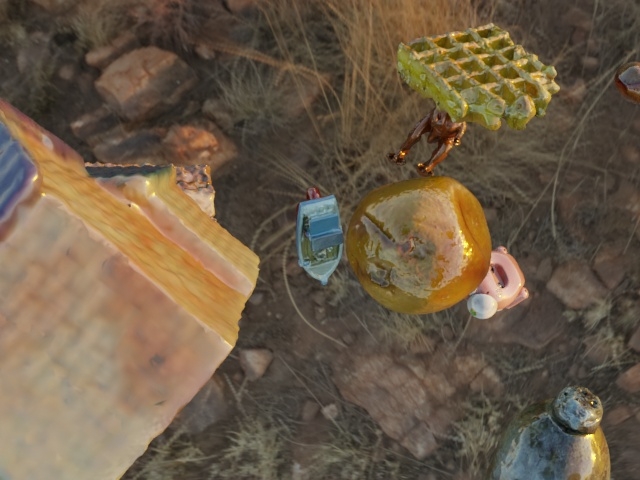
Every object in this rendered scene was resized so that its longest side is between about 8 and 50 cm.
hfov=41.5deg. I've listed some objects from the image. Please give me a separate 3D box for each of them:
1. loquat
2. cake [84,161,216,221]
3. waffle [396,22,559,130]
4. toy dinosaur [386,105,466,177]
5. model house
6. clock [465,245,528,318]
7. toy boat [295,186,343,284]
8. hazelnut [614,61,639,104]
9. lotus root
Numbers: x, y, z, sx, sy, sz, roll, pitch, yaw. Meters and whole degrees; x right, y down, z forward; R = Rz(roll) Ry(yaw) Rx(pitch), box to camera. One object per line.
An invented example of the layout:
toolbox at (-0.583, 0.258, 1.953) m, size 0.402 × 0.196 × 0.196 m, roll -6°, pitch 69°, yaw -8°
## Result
loquat at (0.189, 0.004, 1.622) m, size 0.276 × 0.284 × 0.276 m, roll 11°, pitch 120°, yaw 20°
cake at (-0.323, 0.028, 1.555) m, size 0.256 × 0.282 × 0.290 m, roll -4°, pitch 65°, yaw -20°
waffle at (0.219, -0.212, 1.117) m, size 0.161 × 0.055 × 0.211 m, roll -17°, pitch 41°, yaw -18°
toy dinosaur at (0.242, -0.226, 1.797) m, size 0.097 × 0.432 × 0.208 m, roll 41°, pitch 88°, yaw -4°
model house at (-0.226, 0.027, 0.688) m, size 0.280 × 0.312 × 0.245 m, roll 40°, pitch 96°, yaw -8°
clock at (0.384, 0.091, 1.940) m, size 0.162 × 0.093 × 0.165 m, roll -10°, pitch 68°, yaw -37°
toy boat at (0.000, 0.000, 1.212) m, size 0.069 × 0.173 × 0.058 m, roll -14°, pitch 52°, yaw -11°
hazelnut at (0.616, -0.308, 1.651) m, size 0.086 × 0.086 × 0.086 m, roll -3°, pitch 73°, yaw 9°
lotus root at (0.325, 0.354, 1.211) m, size 0.175 × 0.175 × 0.349 m, roll 15°, pitch 110°, yaw 14°
